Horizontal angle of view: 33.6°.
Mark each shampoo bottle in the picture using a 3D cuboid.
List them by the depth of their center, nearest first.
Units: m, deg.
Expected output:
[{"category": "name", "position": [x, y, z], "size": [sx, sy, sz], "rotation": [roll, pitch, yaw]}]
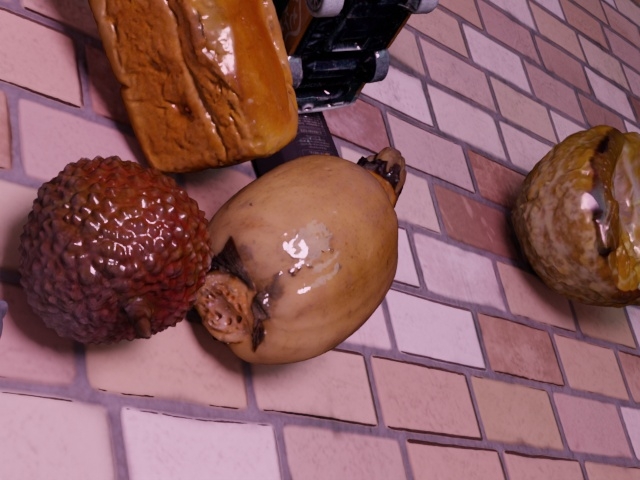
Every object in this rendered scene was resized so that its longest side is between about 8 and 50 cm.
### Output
[{"category": "shampoo bottle", "position": [-0.029, -0.103, 1.233], "size": [0.098, 0.071, 0.309], "rotation": [0, 64, -52]}]

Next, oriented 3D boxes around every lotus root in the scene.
[{"category": "lotus root", "position": [0.000, 0.000, 1.080], "size": [0.183, 0.183, 0.310], "rotation": [55, 46, -6]}]

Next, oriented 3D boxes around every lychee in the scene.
[{"category": "lychee", "position": [-0.168, 0.017, 0.881], "size": [0.165, 0.165, 0.197], "rotation": [13, 38, -47]}]

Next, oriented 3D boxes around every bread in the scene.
[{"category": "bread", "position": [-0.135, -0.212, 1.042], "size": [0.132, 0.167, 0.294], "rotation": [-38, 117, -48]}]

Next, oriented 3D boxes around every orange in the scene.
[{"category": "orange", "position": [0.415, -0.033, 1.614], "size": [0.368, 0.210, 0.271], "rotation": [4, 84, -49]}]

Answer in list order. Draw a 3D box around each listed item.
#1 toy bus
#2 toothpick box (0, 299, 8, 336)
[{"category": "toy bus", "position": [0.008, -0.261, 1.110], "size": [0.138, 0.275, 0.167], "rotation": [-9, 68, -24]}, {"category": "toothpick box", "position": [-0.356, -0.058, 0.616], "size": [0.263, 0.263, 0.355], "rotation": [-12, 73, -55]}]
